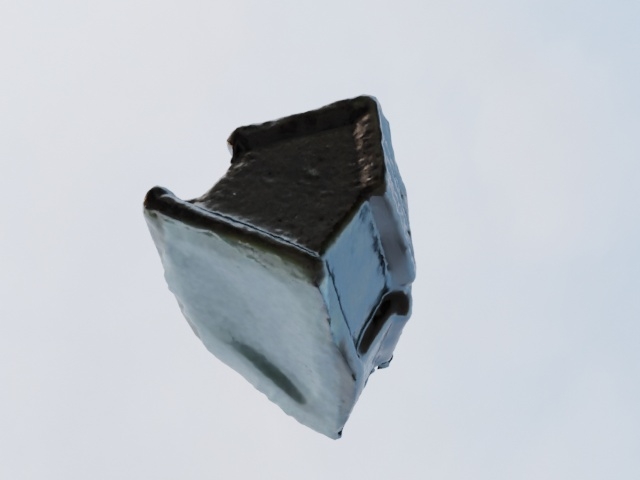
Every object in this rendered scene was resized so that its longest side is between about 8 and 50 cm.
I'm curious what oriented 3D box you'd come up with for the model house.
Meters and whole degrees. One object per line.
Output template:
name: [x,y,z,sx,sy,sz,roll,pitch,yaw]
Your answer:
model house: [0.002,0.006,0.738,0.106,0.165,0.152,12,-134,31]
